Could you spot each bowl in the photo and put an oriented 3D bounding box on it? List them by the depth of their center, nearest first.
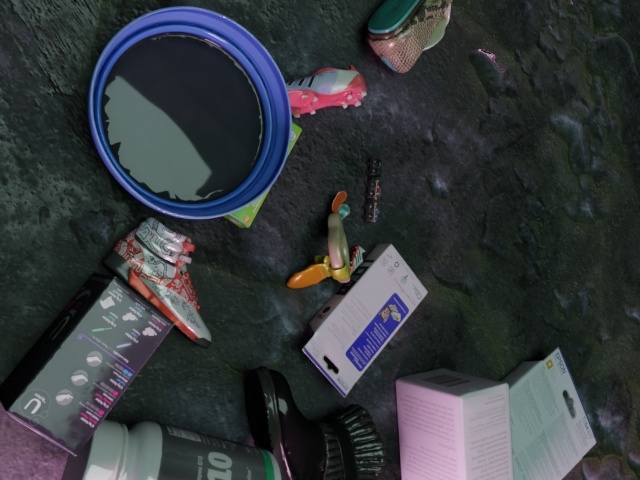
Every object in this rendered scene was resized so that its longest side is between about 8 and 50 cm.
[{"bbox_3d":[-0.240,-0.234,1.270,0.391,0.077,0.392,0,90,-30],"label":"bowl"}]

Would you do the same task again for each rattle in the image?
[{"bbox_3d":[0.000,0.000,1.502,0.130,0.142,0.200,16,62,-60],"label":"rattle"}]

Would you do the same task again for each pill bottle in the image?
[{"bbox_3d":[-0.270,0.448,1.231,0.361,0.204,0.204,22,79,-25],"label":"pill bottle"}]

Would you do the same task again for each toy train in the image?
[{"bbox_3d":[0.124,-0.116,1.579,0.036,0.027,0.158,9,85,-41],"label":"toy train"}]

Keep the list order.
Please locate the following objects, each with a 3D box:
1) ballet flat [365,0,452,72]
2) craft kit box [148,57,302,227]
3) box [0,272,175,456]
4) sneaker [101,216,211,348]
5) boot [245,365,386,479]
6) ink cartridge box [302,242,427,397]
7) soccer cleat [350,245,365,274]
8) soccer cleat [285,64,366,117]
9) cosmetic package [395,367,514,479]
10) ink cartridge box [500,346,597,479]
[{"bbox_3d":[0.278,-0.604,1.618,0.483,0.164,0.182,-58,137,-12],"label":"ballet flat"},{"bbox_3d":[-0.192,-0.194,1.373,0.246,0.061,0.250,34,73,-24],"label":"craft kit box"},{"bbox_3d":[-0.410,0.205,1.175,0.143,0.165,0.270,43,68,-23],"label":"box"},{"bbox_3d":[-0.273,0.078,1.302,0.270,0.090,0.145,47,70,-20],"label":"sneaker"},{"bbox_3d":[-0.008,0.395,1.436,0.260,0.131,0.348,-18,105,-26],"label":"boot"},{"bbox_3d":[0.094,0.176,1.538,0.333,0.065,0.165,-47,112,-24],"label":"ink cartridge box"},{"bbox_3d":[0.079,0.052,1.550,0.035,0.029,0.083,26,72,-24],"label":"soccer cleat"},{"bbox_3d":[-0.013,-0.333,1.477,0.247,0.083,0.095,-12,66,-26],"label":"soccer cleat"},{"bbox_3d":[0.317,0.549,1.575,0.161,0.230,0.454,-5,93,-32],"label":"cosmetic package"},{"bbox_3d":[0.578,0.506,1.824,0.330,0.071,0.324,-31,103,-28],"label":"ink cartridge box"}]
